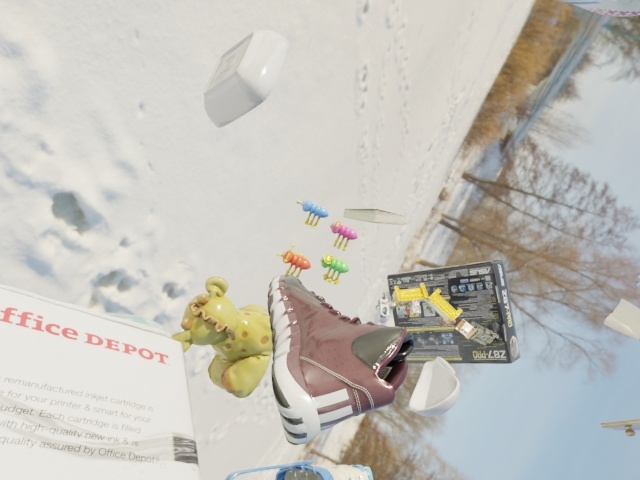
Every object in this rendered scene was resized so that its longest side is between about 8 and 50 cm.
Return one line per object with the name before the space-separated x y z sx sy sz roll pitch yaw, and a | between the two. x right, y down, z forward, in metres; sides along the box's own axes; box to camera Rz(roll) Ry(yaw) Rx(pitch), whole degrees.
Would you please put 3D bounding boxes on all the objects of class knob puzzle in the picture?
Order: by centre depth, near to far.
knob puzzle | 0.718 0.394 1.028 0.213 0.213 0.029 96 -7 -63

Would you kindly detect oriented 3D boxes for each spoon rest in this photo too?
spoon rest | 0.299 0.370 1.270 0.137 0.084 0.276 -31 176 18

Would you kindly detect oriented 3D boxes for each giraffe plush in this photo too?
giraffe plush | -0.161 0.151 0.819 0.210 0.171 0.181 -22 -136 45

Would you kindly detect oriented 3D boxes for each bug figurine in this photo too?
bug figurine | 0.000 0.000 1.473 0.072 0.217 0.278 123 -13 -59

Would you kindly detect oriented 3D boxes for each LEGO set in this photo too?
LEGO set | 0.299 0.210 1.426 0.107 0.287 0.132 109 -6 -56

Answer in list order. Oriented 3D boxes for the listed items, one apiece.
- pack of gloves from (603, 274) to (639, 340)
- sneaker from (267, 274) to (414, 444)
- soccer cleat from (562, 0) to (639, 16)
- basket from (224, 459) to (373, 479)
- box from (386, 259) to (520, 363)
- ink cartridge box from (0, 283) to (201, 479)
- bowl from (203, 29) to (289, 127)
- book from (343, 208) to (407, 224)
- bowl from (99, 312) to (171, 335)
pack of gloves | 0.816 0.162 1.148 0.195 0.046 0.232 -56 -149 2
sneaker | 0.025 0.119 0.600 0.281 0.163 0.106 -106 -176 -63
soccer cleat | 0.445 -0.424 0.795 0.143 0.332 0.116 -78 179 -49
basket | -0.029 0.522 0.882 0.289 0.254 0.201 0 159 -34
box | 0.426 0.243 1.621 0.097 0.395 0.317 -2 82 -49
ink cartridge box | -0.273 0.248 0.458 0.166 0.286 0.394 -49 -143 17
bowl | -0.121 -0.254 0.749 0.142 0.053 0.142 -13 -130 43
book | 0.136 -0.058 1.238 0.144 0.096 0.035 10 -88 61
bowl | -0.452 0.301 1.140 0.163 0.311 0.311 -24 -165 36
